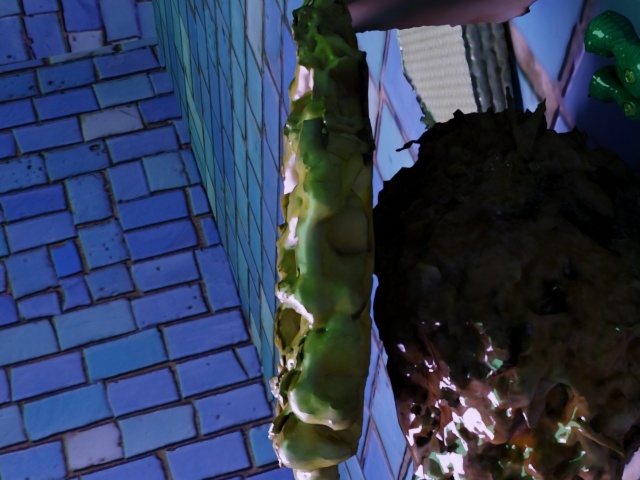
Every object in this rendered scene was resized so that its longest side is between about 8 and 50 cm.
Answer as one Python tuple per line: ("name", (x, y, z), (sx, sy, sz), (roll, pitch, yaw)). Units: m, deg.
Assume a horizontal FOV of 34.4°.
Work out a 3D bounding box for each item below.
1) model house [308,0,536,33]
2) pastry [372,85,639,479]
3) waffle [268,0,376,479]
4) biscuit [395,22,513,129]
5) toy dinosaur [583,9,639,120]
("model house", (0.072, -0.234, 0.608), (0.183, 0.166, 0.172), (153, 107, -66))
("pastry", (0.134, 0.048, 0.617), (0.275, 0.193, 0.275), (-13, -90, -79))
("waffle", (0.002, 0.000, 0.573), (0.291, 0.051, 0.291), (-177, 90, -89))
("biscuit", (0.092, -0.197, 0.805), (0.147, 0.046, 0.250), (-164, 62, -75))
("toy dinosaur", (0.184, -0.080, 0.516), (0.096, 0.059, 0.132), (56, 166, 38))
